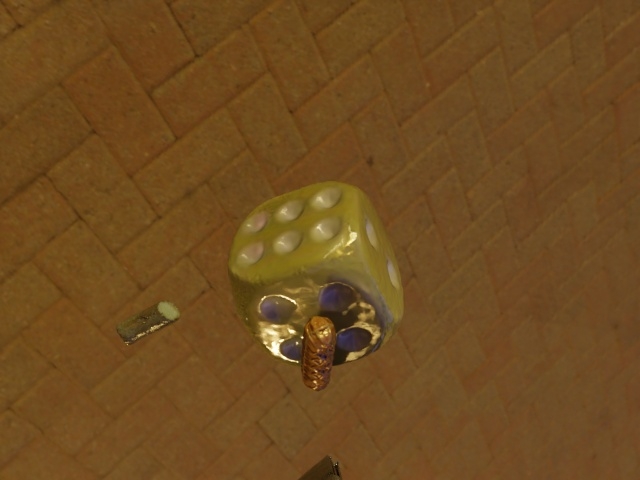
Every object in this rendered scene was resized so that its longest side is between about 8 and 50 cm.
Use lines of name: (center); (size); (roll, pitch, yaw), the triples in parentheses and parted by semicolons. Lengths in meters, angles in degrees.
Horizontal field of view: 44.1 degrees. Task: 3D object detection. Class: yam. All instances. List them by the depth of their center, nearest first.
yam: (-0.266, 0.126, 1.218); (0.094, 0.043, 0.043); (-28, 140, 11)

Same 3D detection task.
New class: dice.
dice: (-0.004, 0.060, 1.329); (0.238, 0.227, 0.233); (-19, 126, 17)

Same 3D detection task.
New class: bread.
bread: (-0.004, 0.160, 1.101); (0.044, 0.052, 0.157); (-6, 143, -9)

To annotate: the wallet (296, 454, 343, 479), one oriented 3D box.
wallet: (-0.023, 0.466, 1.319); (0.169, 0.317, 0.044); (-44, 94, -1)
